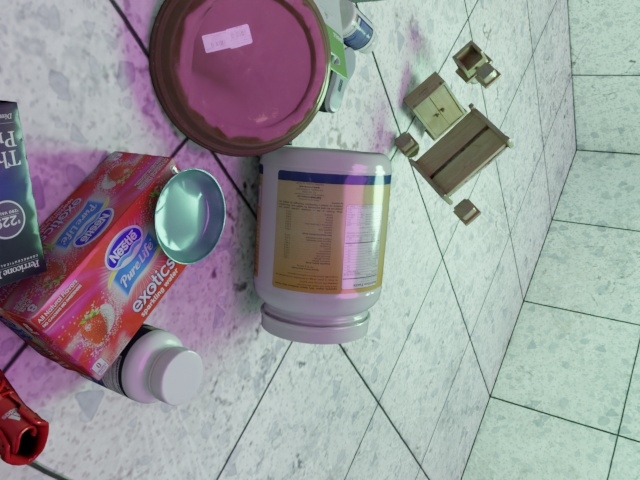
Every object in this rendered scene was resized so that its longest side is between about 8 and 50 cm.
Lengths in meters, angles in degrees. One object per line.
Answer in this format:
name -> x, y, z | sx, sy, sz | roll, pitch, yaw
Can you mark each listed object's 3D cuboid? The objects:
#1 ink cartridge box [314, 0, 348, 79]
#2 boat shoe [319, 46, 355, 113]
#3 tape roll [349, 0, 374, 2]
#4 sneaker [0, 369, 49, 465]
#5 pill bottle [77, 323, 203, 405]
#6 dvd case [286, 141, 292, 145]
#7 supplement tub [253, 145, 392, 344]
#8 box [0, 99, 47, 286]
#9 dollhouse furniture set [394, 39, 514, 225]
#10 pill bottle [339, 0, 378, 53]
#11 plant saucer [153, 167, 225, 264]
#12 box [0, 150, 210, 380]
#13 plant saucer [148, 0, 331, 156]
ink cartridge box -> -0.015, -0.372, 0.998 | 0.109, 0.062, 0.209 | 15, 66, -57
boat shoe -> 0.029, -0.314, 1.162 | 0.049, 0.040, 0.142 | 32, 71, -46
tape roll -> 0.093, -0.581, 1.155 | 0.219, 0.072, 0.219 | -22, 117, -53
sneaker -> -0.354, 0.151, 0.629 | 0.087, 0.128, 0.221 | -50, 137, -38
pill bottle -> -0.237, 0.155, 0.771 | 0.094, 0.169, 0.094 | -23, 118, -53
dvd case -> -0.087, -0.211, 1.041 | 0.119, 0.013, 0.087 | -13, 110, -56
supplement tub -> 0.000, 0.000, 1.035 | 0.228, 0.228, 0.316 | -11, 108, -55
box -> -0.404, -0.024, 0.532 | 0.261, 0.103, 0.184 | -26, 123, -51
dollhouse furniture set -> 0.374, -0.237, 1.413 | 0.303, 0.355, 0.174 | -42, 147, 13
pill bottle -> 0.065, -0.414, 1.165 | 0.120, 0.067, 0.067 | 16, 86, -57
plant saucer -> -0.165, -0.030, 0.736 | 0.119, 0.021, 0.119 | -17, 111, -54
box -> -0.264, 0.022, 0.734 | 0.257, 0.122, 0.128 | -57, 140, -30
plant saucer -> -0.103, -0.255, 0.857 | 0.277, 0.041, 0.278 | -9, 111, -23
